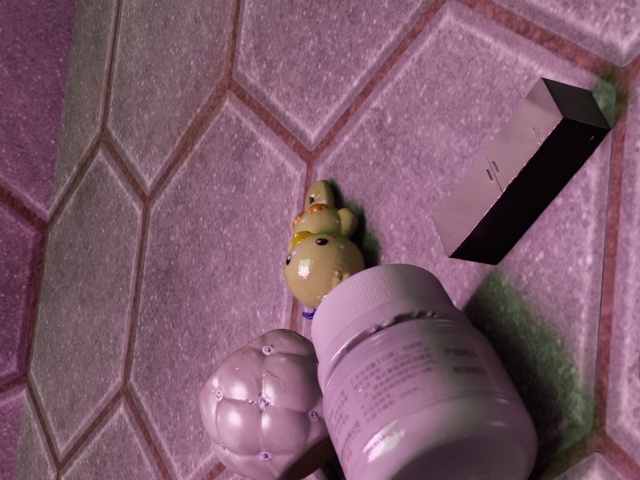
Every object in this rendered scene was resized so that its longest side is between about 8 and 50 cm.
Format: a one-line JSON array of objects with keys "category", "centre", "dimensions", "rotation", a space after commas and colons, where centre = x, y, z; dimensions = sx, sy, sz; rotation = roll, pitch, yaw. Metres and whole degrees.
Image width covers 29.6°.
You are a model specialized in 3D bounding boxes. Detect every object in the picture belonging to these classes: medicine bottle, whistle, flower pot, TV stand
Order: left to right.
[{"category": "flower pot", "centre": [-0.064, 0.268, 1.913], "dimensions": [0.195, 0.246, 0.246], "rotation": [49, 129, 20]}, {"category": "whistle", "centre": [-0.006, -0.003, 2.001], "dimensions": [0.141, 0.141, 0.294], "rotation": [-53, 38, 39]}, {"category": "medicine bottle", "centre": [0.123, 0.202, 1.590], "dimensions": [0.245, 0.245, 0.306], "rotation": [-60, 34, 31]}, {"category": "TV stand", "centre": [0.260, -0.085, 1.601], "dimensions": [0.269, 0.088, 0.083], "rotation": [-56, 37, 37]}]

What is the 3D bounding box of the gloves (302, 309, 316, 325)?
[{"category": "gloves", "centre": [-0.006, 0.122, 2.071], "dimensions": [0.086, 0.026, 0.064], "rotation": [54, 129, 52]}]
